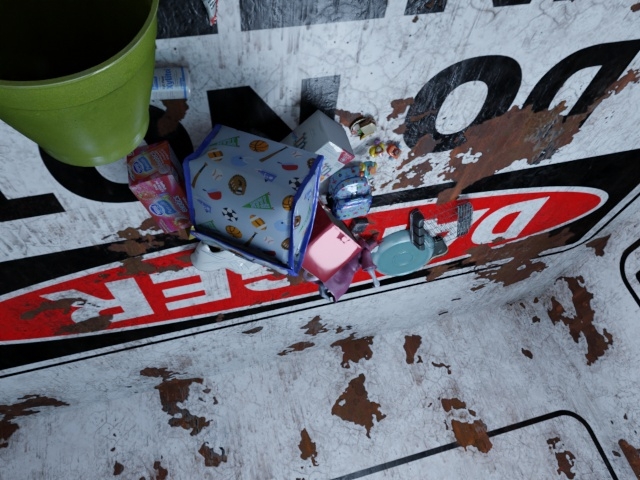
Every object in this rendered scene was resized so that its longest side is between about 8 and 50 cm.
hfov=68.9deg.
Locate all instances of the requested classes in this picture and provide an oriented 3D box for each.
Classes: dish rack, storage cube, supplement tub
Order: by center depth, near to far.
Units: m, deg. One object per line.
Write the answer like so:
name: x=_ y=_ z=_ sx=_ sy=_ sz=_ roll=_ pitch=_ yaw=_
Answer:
supplement tub: x=-0.355 y=-0.361 z=1.073 sx=0.107 sy=0.071 sz=0.071 roll=-9 pitch=150 yaw=-17
storage cube: x=0.000 y=0.000 z=1.678 sx=0.193 sy=0.184 sz=0.215 roll=-43 pitch=129 yaw=10
dish rack: x=0.525 y=-0.072 z=2.010 sx=0.271 sy=0.074 sz=0.208 roll=-20 pitch=135 yaw=-6

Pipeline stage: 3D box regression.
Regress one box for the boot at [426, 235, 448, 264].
boot: x=0.516 y=0.045 z=2.271 sx=0.197 sy=0.077 sz=0.137 roll=-28 pitch=140 yaw=7

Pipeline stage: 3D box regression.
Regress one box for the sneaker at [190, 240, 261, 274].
sneaker: x=-0.333 y=0.053 z=1.770 sx=0.297 sy=0.111 sz=0.129 roll=0 pitch=141 yaw=-30

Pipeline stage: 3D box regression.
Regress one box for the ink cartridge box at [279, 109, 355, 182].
ink cartridge box: x=-0.017 y=-0.262 z=1.371 sx=0.176 sy=0.128 sz=0.128 roll=-34 pitch=148 yaw=28

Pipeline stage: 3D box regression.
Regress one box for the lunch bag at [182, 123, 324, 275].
lunch bag: x=-0.188 y=-0.076 z=1.309 sx=0.327 sy=0.239 sz=0.386 roll=21 pitch=138 yaw=9

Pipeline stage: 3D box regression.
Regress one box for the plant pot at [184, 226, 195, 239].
plant pot: x=-0.407 y=-0.064 z=1.554 sx=0.083 sy=0.082 sz=0.081 roll=-14 pitch=153 yaw=-30

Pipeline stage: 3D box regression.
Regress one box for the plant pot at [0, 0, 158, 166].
plant pot: x=-0.462 y=-0.318 z=0.849 sx=0.366 sy=0.367 sz=0.353 roll=-9 pitch=161 yaw=-15

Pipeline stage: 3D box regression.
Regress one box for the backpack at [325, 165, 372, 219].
backpack: x=0.105 y=-0.170 z=1.611 sx=0.158 sy=0.117 sz=0.173 roll=-11 pitch=149 yaw=-13

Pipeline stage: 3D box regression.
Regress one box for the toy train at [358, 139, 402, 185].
toy train: x=0.201 y=-0.256 z=1.525 sx=0.125 sy=0.046 sz=0.166 roll=32 pitch=97 yaw=-38

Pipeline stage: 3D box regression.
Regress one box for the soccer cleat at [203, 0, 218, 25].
soccer cleat: x=-0.229 y=-0.489 z=0.968 sx=0.035 sy=0.029 sz=0.083 roll=3 pitch=143 yaw=-18

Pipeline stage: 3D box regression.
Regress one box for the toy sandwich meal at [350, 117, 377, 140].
toy sandwich meal: x=0.132 y=-0.338 z=1.421 sx=0.085 sy=0.029 sz=0.086 roll=-13 pitch=151 yaw=-8

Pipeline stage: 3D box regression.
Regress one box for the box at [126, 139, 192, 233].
box: x=-0.442 y=-0.145 z=1.338 sx=0.122 sy=0.128 sz=0.257 roll=-16 pitch=152 yaw=-3

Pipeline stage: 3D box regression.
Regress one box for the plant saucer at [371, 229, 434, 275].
plant saucer: x=0.384 y=0.072 z=2.184 sx=0.317 sy=0.044 sz=0.318 roll=-6 pitch=139 yaw=-5

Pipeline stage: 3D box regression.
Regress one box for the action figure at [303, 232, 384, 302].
action figure: x=0.119 y=0.093 z=2.027 sx=0.370 sy=0.248 sz=0.275 roll=-48 pitch=115 yaw=-4

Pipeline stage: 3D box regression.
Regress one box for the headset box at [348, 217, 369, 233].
headset box: x=0.156 y=-0.062 z=1.910 sx=0.062 sy=0.032 sz=0.083 roll=-4 pitch=150 yaw=-23
